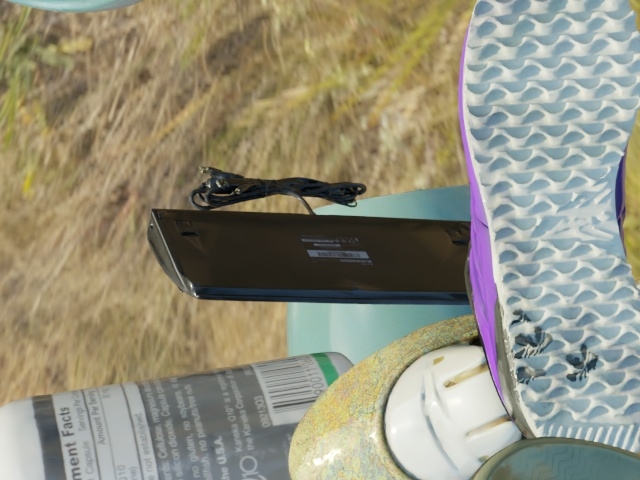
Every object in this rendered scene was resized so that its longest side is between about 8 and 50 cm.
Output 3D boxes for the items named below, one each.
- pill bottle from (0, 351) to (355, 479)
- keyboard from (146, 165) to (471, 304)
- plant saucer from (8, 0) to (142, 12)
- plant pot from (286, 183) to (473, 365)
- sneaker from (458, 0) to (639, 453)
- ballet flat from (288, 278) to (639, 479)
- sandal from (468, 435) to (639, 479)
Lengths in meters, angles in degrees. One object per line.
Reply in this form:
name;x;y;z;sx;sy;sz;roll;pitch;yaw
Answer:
pill bottle;-0.138;0.208;1.370;0.361;0.204;0.204;-8;109;-10
keyboard;0.000;0.000;1.602;0.317;0.201;0.033;3;124;-24
plant saucer;-0.249;-0.265;1.374;0.317;0.317;0.044;26;67;-12
plant pot;0.095;0.067;1.919;0.293;0.293;0.235;-9;89;-1
sneaker;0.122;-0.020;1.045;0.102;0.146;0.293;-2;86;-7
ballet flat;0.145;0.094;1.194;0.348;0.123;0.123;-17;109;-5
sandal;0.202;0.161;0.769;0.302;0.120;0.086;26;140;13
